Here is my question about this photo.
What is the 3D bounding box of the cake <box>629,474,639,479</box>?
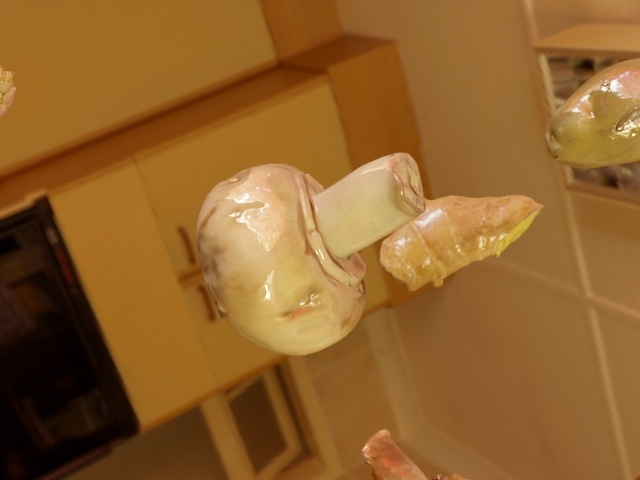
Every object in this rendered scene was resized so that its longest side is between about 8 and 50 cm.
[{"bbox_3d":[0.685,0.480,1.774,0.290,0.255,0.282,51,-38,24],"label":"cake"}]

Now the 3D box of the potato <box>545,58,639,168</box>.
[{"bbox_3d":[0.460,-0.193,1.605,0.178,0.235,0.160,71,-8,-63],"label":"potato"}]

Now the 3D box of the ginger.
[{"bbox_3d":[0.282,-0.014,2.066,0.126,0.354,0.190,100,-24,-69],"label":"ginger"}]

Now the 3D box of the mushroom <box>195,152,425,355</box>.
[{"bbox_3d":[0.000,0.000,1.482,0.314,0.336,0.314,47,28,-35],"label":"mushroom"}]

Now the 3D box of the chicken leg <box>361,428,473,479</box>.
[{"bbox_3d":[0.214,0.352,1.176,0.409,0.182,0.295,42,-15,17],"label":"chicken leg"}]

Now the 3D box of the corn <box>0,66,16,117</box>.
[{"bbox_3d":[-0.451,-0.071,1.076,0.126,0.335,0.126,40,5,-5],"label":"corn"}]
